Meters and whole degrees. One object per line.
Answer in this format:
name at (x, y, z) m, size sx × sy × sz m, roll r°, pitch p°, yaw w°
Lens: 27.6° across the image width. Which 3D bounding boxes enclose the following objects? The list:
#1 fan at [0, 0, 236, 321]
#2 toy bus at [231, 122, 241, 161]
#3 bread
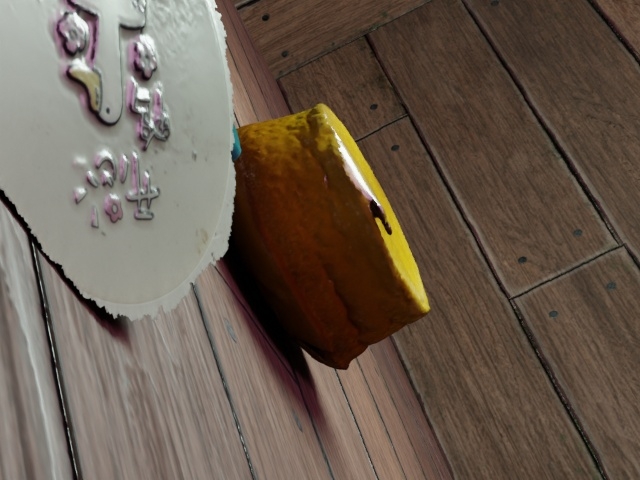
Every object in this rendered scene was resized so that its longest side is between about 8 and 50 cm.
fan at (-0.106, -0.166, 0.648) m, size 0.233 × 0.012 × 0.414 m, roll -2°, pitch 86°, yaw -66°
toy bus at (-0.114, -0.105, 0.744) m, size 0.160 × 0.092 × 0.079 m, roll 60°, pitch 4°, yaw -40°
bread at (0.000, 0.000, 1.185) m, size 0.269 × 0.143 × 0.195 m, roll 56°, pitch 11°, yaw -51°
